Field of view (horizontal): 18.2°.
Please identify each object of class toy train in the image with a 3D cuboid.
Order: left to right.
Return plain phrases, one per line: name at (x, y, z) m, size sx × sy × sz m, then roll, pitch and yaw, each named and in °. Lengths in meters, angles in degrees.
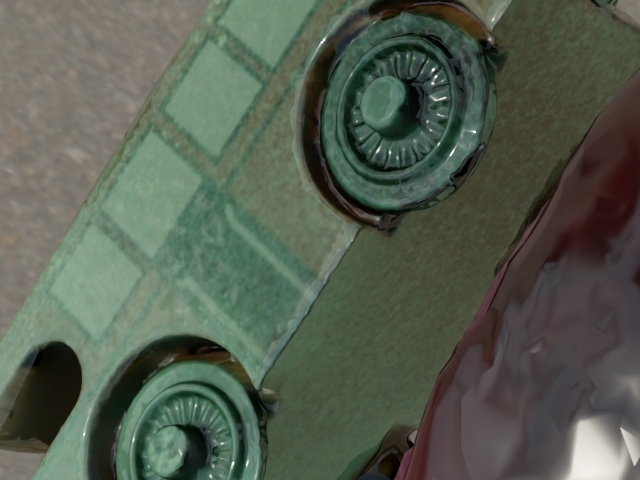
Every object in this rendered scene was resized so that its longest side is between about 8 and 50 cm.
toy train at (0.000, 0.000, 0.764) m, size 0.159 × 0.129 × 0.326 m, roll 42°, pitch 106°, yaw 34°

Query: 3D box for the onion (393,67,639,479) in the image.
onion at (0.171, 0.100, 0.491) m, size 0.260 × 0.337 × 0.282 m, roll 19°, pitch 63°, yaw 22°
